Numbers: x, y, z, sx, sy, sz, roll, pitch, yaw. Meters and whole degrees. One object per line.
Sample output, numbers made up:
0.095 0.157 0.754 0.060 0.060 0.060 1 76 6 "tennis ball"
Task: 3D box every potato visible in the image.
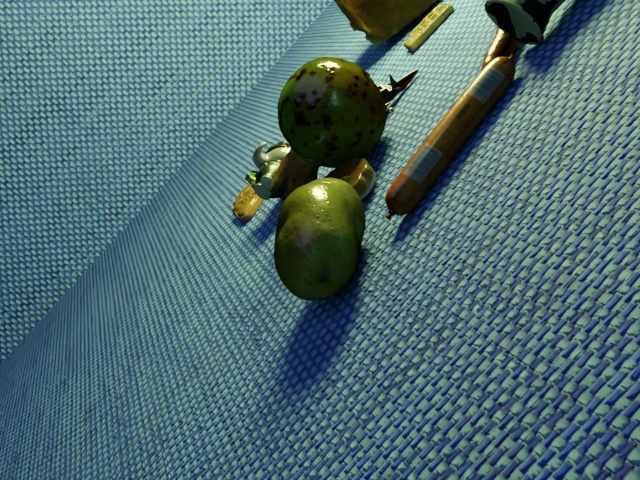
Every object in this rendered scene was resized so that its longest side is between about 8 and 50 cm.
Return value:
0.000 0.000 1.638 0.248 0.144 0.169 -90 6 -60 "potato"

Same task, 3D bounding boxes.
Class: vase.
0.420 -0.499 1.720 0.360 0.165 0.165 -53 17 -7 "vase"

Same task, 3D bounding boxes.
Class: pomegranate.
0.010 -0.208 1.996 0.285 0.231 0.231 -71 19 -2 "pomegranate"

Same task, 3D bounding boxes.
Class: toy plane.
0.125 -0.299 2.141 0.189 0.061 0.130 -44 40 1 "toy plane"

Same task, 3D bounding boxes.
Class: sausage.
0.206 -0.168 1.649 0.348 0.053 0.053 -52 17 -13 "sausage"

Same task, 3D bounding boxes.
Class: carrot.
0.299 -0.311 1.759 0.048 0.048 0.139 -27 27 51 "carrot"

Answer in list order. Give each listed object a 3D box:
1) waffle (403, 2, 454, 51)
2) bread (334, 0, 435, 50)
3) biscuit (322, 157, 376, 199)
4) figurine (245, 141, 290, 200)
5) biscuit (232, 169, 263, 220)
0.242 -0.482 2.346 0.135 0.021 0.092 -45 18 5 "waffle"
0.150 -0.653 2.553 0.250 0.279 0.225 -39 5 25 "bread"
0.017 -0.066 1.896 0.208 0.049 0.181 -45 17 5 "biscuit"
-0.087 -0.155 2.254 0.147 0.126 0.192 -59 -5 35 "figurine"
-0.160 -0.113 2.497 0.162 0.035 0.250 -45 18 23 "biscuit"
